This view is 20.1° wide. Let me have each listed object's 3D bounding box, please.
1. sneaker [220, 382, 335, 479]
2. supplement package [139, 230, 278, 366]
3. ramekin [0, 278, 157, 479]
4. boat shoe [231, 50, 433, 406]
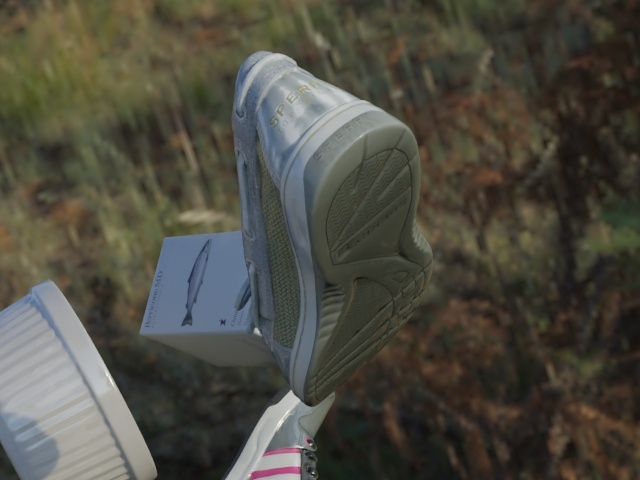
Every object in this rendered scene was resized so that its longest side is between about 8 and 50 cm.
[{"bbox_3d":[-0.016,0.281,1.876,0.178,0.124,0.295,27,61,13],"label":"sneaker"},{"bbox_3d":[-0.069,0.056,1.703,0.105,0.105,0.179,24,-19,-38],"label":"supplement package"},{"bbox_3d":[-0.242,0.149,1.616,0.109,0.207,0.207,-28,17,-12],"label":"ramekin"},{"bbox_3d":[-0.002,0.001,1.171,0.118,0.320,0.103,-39,65,-17],"label":"boat shoe"}]
